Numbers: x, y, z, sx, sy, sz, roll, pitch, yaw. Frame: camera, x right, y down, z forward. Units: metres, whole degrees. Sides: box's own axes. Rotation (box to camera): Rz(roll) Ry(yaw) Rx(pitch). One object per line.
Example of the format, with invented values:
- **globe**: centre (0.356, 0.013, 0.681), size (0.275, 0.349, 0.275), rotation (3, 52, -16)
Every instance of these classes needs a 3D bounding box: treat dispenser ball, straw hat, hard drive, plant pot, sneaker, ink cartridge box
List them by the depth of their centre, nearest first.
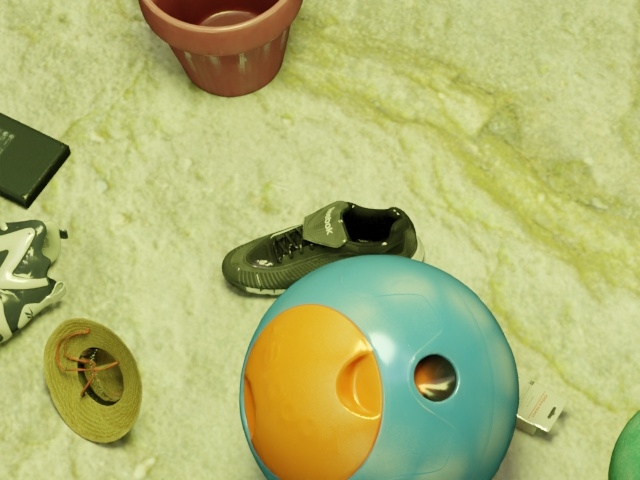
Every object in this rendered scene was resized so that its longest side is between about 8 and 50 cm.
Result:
- **treat dispenser ball**: centre (0.060, 0.158, 1.927), size (0.288, 0.288, 0.288), rotation (-2, 59, 3)
- **ink cartridge box**: centre (0.223, 0.179, 2.053), size (0.083, 0.028, 0.048), rotation (27, 65, 20)
- **straw hat**: centre (-0.236, 0.148, 2.087), size (0.144, 0.144, 0.061), rotation (35, 25, 23)
- **sneaker**: centre (0.000, 0.000, 2.134), size (0.234, 0.106, 0.078), rotation (-7, 57, 0)
- **sneaker**: centre (-0.376, -0.001, 2.175), size (0.153, 0.094, 0.235), rotation (-26, 60, -13)
- **plant pot**: centre (-0.114, -0.277, 2.270), size (0.201, 0.180, 0.201), rotation (-2, 58, 4)
- **hard drive**: centre (-0.384, -0.104, 2.278), size (0.135, 0.022, 0.094), rotation (26, 64, 19)

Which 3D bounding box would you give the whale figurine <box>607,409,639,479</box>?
- **whale figurine**: centre (0.427, 0.260, 1.921), size (0.272, 0.141, 0.216), rotation (32, 66, 21)
